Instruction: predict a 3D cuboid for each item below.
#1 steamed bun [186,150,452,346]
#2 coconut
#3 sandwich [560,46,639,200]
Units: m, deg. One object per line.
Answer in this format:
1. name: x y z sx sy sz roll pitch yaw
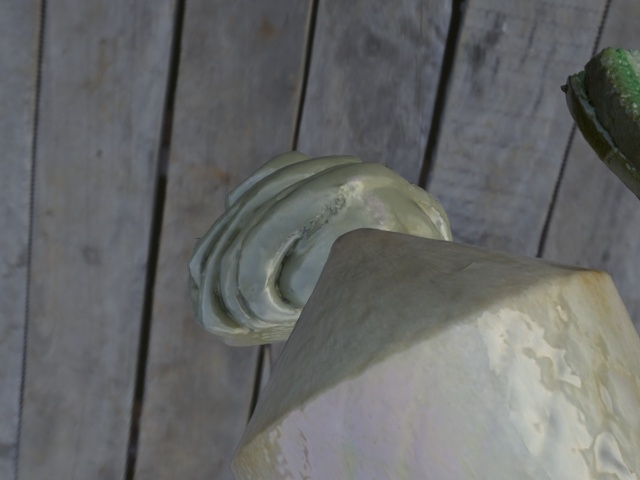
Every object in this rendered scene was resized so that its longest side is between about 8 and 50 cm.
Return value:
1. steamed bun: 0.000 0.000 1.641 0.339 0.352 0.247 -12 77 14
2. coconut: 0.089 0.132 0.820 0.329 0.329 0.328 2 116 3
3. sandwich: 0.340 -0.115 1.198 0.160 0.184 0.109 -25 159 -20
